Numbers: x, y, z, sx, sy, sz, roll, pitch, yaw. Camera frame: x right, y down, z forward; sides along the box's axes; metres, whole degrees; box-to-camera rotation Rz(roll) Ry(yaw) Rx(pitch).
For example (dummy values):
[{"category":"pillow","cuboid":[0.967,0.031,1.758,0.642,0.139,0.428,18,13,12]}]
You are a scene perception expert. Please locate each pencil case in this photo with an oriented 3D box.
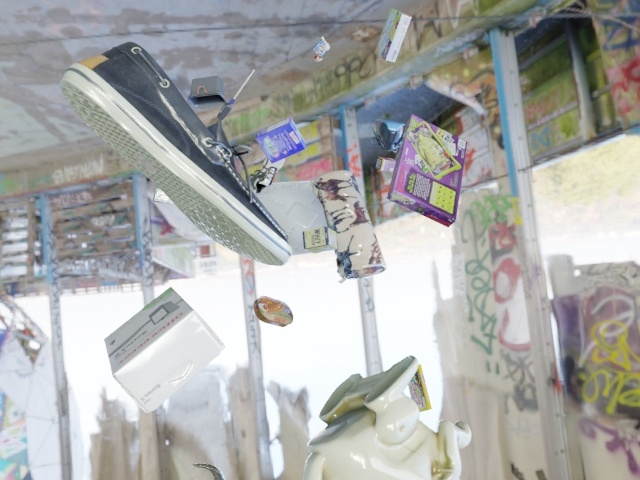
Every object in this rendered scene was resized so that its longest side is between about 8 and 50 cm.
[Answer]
[{"category":"pencil case","cuboid":[0.093,-0.055,1.858,0.183,0.410,0.160,-18,166,2]}]

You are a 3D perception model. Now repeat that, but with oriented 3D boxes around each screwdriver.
[{"category":"screwdriver","cuboid":[-0.234,-0.406,1.423,0.024,0.170,0.025,34,-163,-22]}]

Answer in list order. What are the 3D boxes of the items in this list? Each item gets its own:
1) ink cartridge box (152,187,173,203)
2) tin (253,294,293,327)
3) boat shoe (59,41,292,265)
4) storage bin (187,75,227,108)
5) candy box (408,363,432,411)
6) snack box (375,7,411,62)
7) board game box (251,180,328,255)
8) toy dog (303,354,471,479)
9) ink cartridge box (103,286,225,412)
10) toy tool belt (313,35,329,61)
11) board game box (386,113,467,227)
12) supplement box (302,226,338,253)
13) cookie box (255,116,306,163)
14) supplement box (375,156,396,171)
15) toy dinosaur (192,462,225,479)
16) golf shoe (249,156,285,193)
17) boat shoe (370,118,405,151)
[{"category":"ink cartridge box","cuboid":[-0.575,-0.170,2.141,0.235,0.056,0.171,11,178,-20]},{"category":"tin","cuboid":[-0.179,0.273,1.945,0.040,0.106,0.189,-39,140,24]},{"category":"boat shoe","cuboid":[-0.215,-0.140,0.920,0.500,0.156,0.187,46,153,-21]},{"category":"storage bin","cuboid":[-0.417,-0.550,1.872,0.135,0.091,0.098,-5,164,10]},{"category":"candy box","cuboid":[0.451,0.688,2.367,0.027,0.206,0.105,5,151,-30]},{"category":"snack box","cuboid":[0.225,-0.640,1.595,0.037,0.141,0.100,9,-152,-21]},{"category":"board game box","cuboid":[-0.081,-0.090,2.107,0.390,0.390,0.050,-6,142,-24]},{"category":"toy dog","cuboid":[0.188,0.518,1.111,0.284,0.408,0.395,-38,-178,39]},{"category":"ink cartridge box","cuboid":[-0.349,0.224,1.116,0.198,0.115,0.273,-40,-159,-18]},{"category":"toy tool belt","cuboid":[-0.006,-0.733,1.949,0.052,0.083,0.051,36,-177,28]},{"category":"board game box","cuboid":[0.330,-0.219,1.549,0.208,0.347,0.056,27,143,-11]},{"category":"supplement box","cuboid":[0.000,0.000,1.560,0.083,0.056,0.083,-12,164,20]},{"category":"cookie box","cuboid":[-0.106,-0.270,1.383,0.107,0.040,0.092,-20,128,17]},{"category":"supplement box","cuboid":[0.293,-0.339,2.276,0.083,0.055,0.043,1,-158,-32]},{"category":"toy dinosaur","cuboid":[-0.155,0.561,1.029,0.313,0.121,0.160,36,159,-13]},{"category":"golf shoe","cuboid":[-0.193,-0.255,1.942,0.077,0.094,0.198,17,134,-36]},{"category":"boat shoe","cuboid":[0.190,-0.306,1.489,0.109,0.089,0.258,13,-165,10]}]
